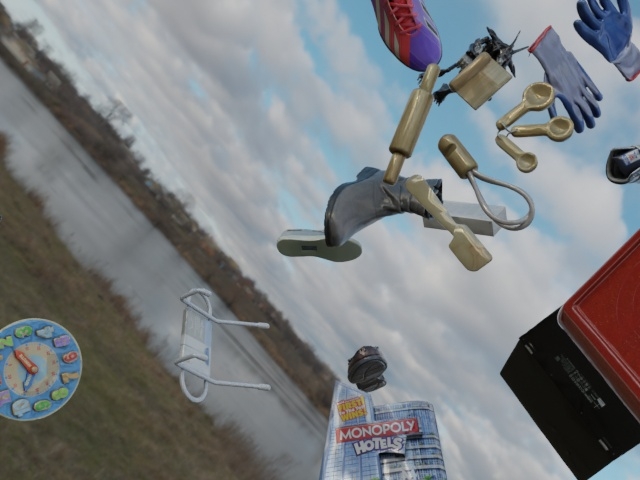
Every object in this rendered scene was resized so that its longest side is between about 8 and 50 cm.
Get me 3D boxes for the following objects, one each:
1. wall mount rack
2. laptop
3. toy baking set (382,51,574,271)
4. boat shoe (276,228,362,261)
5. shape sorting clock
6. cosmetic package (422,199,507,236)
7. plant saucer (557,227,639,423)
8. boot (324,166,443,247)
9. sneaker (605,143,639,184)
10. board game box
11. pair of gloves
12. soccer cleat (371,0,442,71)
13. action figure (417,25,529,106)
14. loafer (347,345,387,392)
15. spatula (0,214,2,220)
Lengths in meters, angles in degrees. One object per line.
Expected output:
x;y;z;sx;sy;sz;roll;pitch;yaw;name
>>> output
-0.282;0.298;1.862;0.304;0.130;0.350;41;36;-45;wall mount rack
0.734;0.397;1.784;0.236;0.408;0.382;24;28;-57;laptop
0.170;-0.103;0.746;0.197;0.256;0.030;22;-9;29;toy baking set
-0.001;0.001;1.727;0.081;0.227;0.079;-78;170;-53;boat shoe
-0.587;0.262;1.324;0.040;0.206;0.206;-6;-51;51;shape sorting clock
0.442;-0.070;2.005;0.239;0.099;0.060;10;-56;39;cosmetic package
0.412;0.075;0.743;0.048;0.258;0.259;27;22;-29;plant saucer
0.162;-0.084;1.558;0.222;0.338;0.118;11;-52;24;boot
0.809;-0.226;1.554;0.282;0.153;0.099;-58;-134;51;sneaker
0.085;0.304;0.993;0.060;0.194;0.194;73;8;-49;board game box
0.365;-0.247;0.880;0.159;0.198;0.023;47;-10;-22;pair of gloves
0.149;-0.484;1.282;0.116;0.108;0.318;-44;109;-86;soccer cleat
0.402;-0.439;1.695;0.275;0.141;0.164;-21;-52;37;action figure
0.116;0.325;1.717;0.302;0.109;0.095;73;-3;-63;loafer
-0.714;0.056;1.225;0.084;0.296;0.030;10;-35;42;spatula
